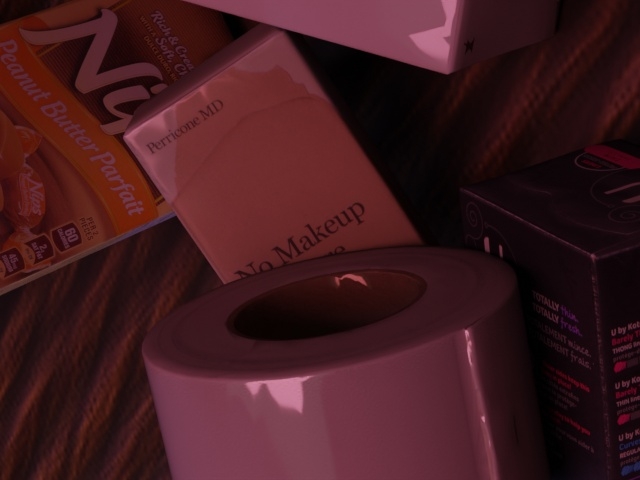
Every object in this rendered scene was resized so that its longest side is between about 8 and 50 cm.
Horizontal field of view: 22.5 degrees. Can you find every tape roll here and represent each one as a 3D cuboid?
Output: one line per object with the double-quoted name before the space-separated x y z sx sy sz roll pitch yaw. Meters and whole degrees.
"tape roll" 0.020 0.118 1.040 0.246 0.246 0.169 -2 107 34

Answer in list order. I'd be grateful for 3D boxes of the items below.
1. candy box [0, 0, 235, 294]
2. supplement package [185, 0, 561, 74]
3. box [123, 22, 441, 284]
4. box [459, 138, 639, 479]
"candy box" -0.196 -0.082 1.247 0.087 0.316 0.183 -24 92 55
"supplement package" 0.017 -0.247 1.138 0.293 0.175 0.177 20 114 27
"box" 0.000 0.000 1.198 0.148 0.121 0.311 -34 103 7
"box" 0.204 0.089 1.099 0.165 0.143 0.270 34 137 57
